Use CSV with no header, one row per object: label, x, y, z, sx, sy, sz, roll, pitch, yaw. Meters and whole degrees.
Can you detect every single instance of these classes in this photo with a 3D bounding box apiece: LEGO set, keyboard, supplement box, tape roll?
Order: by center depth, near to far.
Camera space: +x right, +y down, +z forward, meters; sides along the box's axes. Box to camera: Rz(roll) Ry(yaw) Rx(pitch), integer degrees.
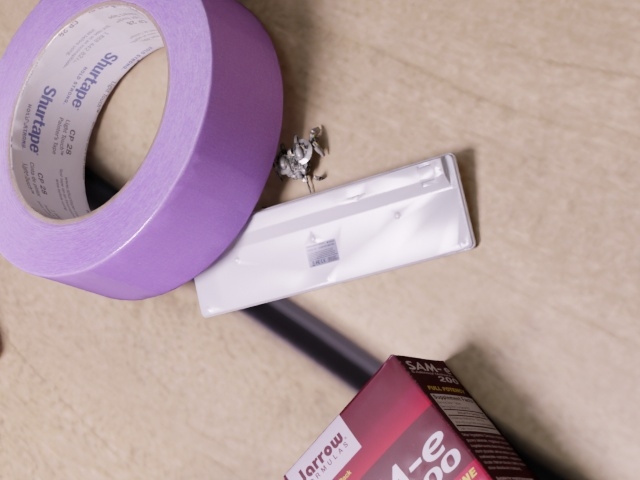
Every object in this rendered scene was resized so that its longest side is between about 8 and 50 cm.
supplement box,0.093,0.206,0.913,0.130,0.073,0.239,-50,56,17
keyboard,0.000,0.000,1.051,0.256,0.014,0.072,-16,90,33
LEGO set,-0.024,-0.053,1.076,0.054,0.023,0.083,10,87,36
tape roll,-0.163,-0.093,1.125,0.274,0.090,0.275,-13,68,35
